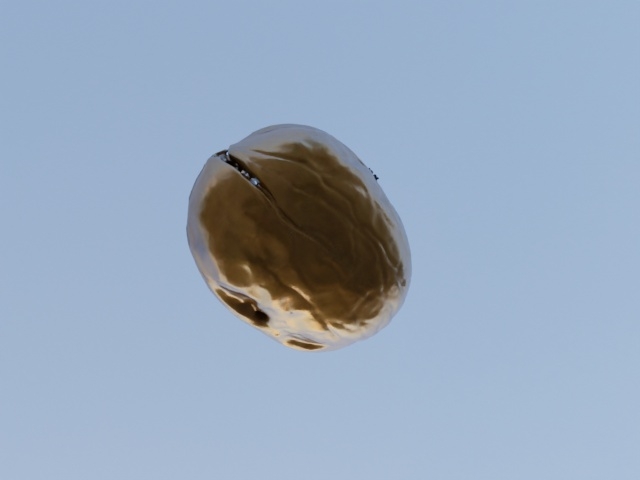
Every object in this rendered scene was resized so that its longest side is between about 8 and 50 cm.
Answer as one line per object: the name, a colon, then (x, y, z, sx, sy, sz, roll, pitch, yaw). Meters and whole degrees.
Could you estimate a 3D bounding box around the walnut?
walnut: (0.002, 0.001, 0.951, 0.211, 0.087, 0.167, 40, -106, -25)
